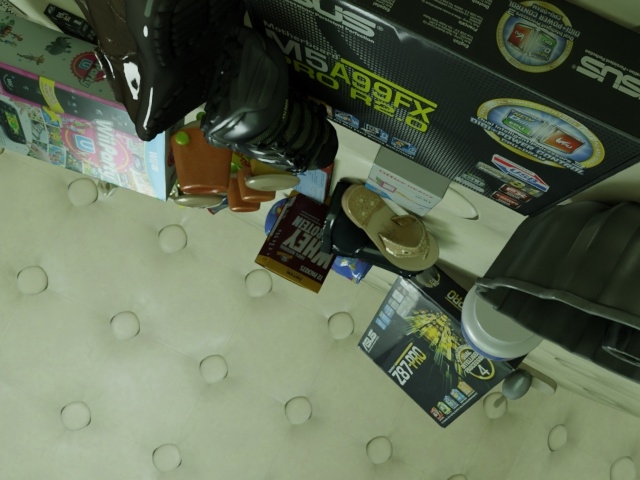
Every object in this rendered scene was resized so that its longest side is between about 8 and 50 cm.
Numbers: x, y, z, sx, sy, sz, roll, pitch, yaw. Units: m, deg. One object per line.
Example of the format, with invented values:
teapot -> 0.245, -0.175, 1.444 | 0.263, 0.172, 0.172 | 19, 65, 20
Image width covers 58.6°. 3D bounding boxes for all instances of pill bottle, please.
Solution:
pill bottle -> 0.342, 0.146, 1.067 | 0.152, 0.152, 0.272 | 25, 174, 17

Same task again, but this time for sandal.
sandal -> 0.139, -0.008, 0.968 | 0.240, 0.088, 0.079 | 36, 176, -29

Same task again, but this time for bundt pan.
bundt pan -> 0.332, 0.065, 0.565 | 0.330, 0.124, 0.331 | 28, 174, 3

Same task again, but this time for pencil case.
pencil case -> 0.000, 0.000, 1.475 | 0.306, 0.119, 0.133 | 26, 145, 13

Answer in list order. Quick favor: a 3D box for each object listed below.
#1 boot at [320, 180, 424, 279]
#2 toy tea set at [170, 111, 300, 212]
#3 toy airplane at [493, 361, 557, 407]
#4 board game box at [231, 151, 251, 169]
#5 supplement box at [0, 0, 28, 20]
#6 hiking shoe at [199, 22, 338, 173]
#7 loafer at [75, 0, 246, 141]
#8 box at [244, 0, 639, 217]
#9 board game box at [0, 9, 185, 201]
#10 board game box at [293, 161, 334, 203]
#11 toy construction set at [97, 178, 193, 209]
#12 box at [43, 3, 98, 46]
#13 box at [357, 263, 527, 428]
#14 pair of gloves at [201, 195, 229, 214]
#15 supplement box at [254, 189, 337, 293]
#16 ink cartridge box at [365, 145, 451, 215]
boot -> 0.109, -0.012, 1.068 | 0.207, 0.094, 0.246 | 15, 158, 3
toy tea set -> -0.159, -0.130, 0.983 | 0.199, 0.124, 0.336 | -2, 175, -17
toy airplane -> 0.397, 0.299, 1.558 | 0.384, 0.273, 0.386 | 32, 173, -34
board game box -> -0.174, -0.165, 1.217 | 0.092, 0.043, 0.181 | 28, 174, -7
supplement box -> -0.565, -0.399, 0.985 | 0.098, 0.036, 0.062 | 25, 173, 27
hiking shoe -> -0.031, -0.103, 0.460 | 0.114, 0.086, 0.227 | 17, -177, -12
loafer -> -0.144, -0.202, 0.514 | 0.130, 0.134, 0.366 | 51, 161, -5
box -> 0.080, -0.118, 0.421 | 0.270, 0.060, 0.216 | 27, 175, 5
board game box -> -0.378, -0.205, 0.925 | 0.303, 0.098, 0.224 | 18, 148, -4
board game box -> -0.049, -0.132, 1.034 | 0.145, 0.027, 0.281 | 26, 174, 1
toy construction set -> -0.420, -0.177, 1.330 | 0.151, 0.215, 0.327 | -15, 176, 25
box -> -0.374, -0.323, 0.878 | 0.067, 0.018, 0.083 | 26, 174, 11
box -> 0.278, 0.258, 1.392 | 0.318, 0.097, 0.395 | 44, 146, 16
pair of gloves -> -0.226, -0.117, 1.416 | 0.198, 0.159, 0.023 | 26, 144, 62
supplement box -> -0.037, -0.003, 1.270 | 0.129, 0.194, 0.191 | 28, 174, -12
ink cartridge box -> 0.105, -0.079, 0.681 | 0.088, 0.052, 0.122 | 27, 173, 3
